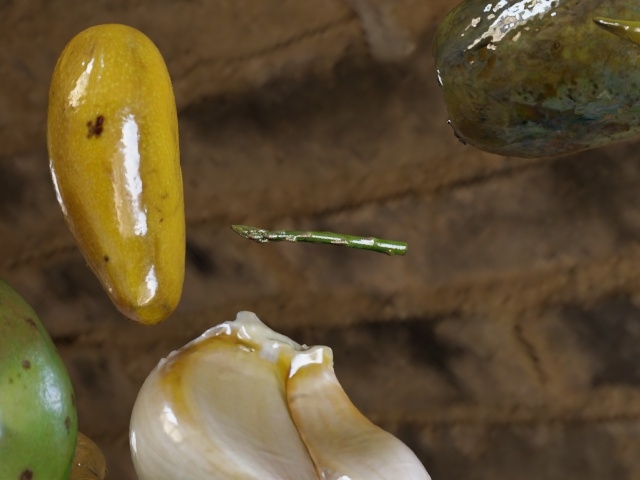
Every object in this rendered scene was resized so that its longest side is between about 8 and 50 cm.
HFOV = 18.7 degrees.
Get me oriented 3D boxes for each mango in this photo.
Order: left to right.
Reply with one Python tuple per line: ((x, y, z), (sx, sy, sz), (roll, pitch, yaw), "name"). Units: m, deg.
((-0.194, -0.061, 1.855), (0.120, 0.295, 0.177), (-4, -9, 5), "mango")

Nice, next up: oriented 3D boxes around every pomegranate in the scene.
((-0.233, 0.100, 1.019), (0.225, 0.187, 0.187), (-19, -67, 51), "pomegranate")

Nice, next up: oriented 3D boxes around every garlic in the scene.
((-0.027, 0.220, 1.858), (0.286, 0.249, 0.313), (56, 4, -48), "garlic")

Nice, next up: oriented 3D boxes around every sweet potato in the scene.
((-0.319, 0.255, 2.255), (0.346, 0.108, 0.079), (15, -75, 46), "sweet potato")

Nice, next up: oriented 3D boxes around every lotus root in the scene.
((0.234, -0.163, 1.696), (0.274, 0.152, 0.160), (-18, -50, 12), "lotus root")

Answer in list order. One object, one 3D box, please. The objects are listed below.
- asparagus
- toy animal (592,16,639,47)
((0.000, 0.000, 1.671), (0.016, 0.162, 0.016), (161, -68, -65), "asparagus")
((0.257, -0.114, 1.265), (0.155, 0.095, 0.219), (24, -74, 30), "toy animal")
